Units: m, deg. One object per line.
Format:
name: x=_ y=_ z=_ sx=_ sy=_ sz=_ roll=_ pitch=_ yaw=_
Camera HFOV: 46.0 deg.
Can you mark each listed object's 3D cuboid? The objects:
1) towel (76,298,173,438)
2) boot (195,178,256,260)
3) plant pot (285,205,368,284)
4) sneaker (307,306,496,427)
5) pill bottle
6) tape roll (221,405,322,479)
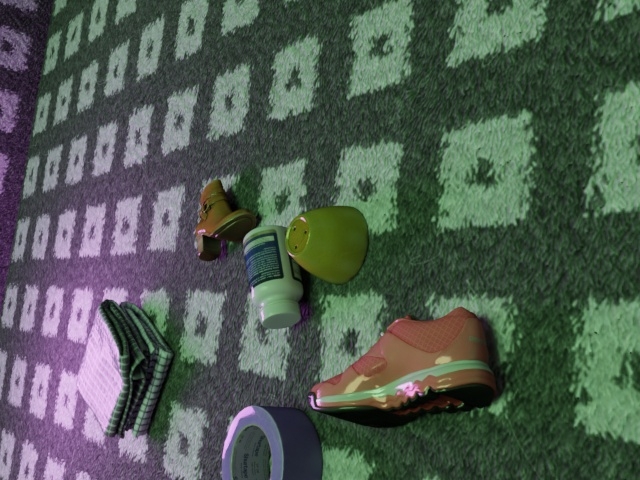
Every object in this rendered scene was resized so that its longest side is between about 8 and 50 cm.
towel: x=-0.476 y=0.300 z=1.777 sx=0.283 sy=0.121 sz=0.235 roll=38 pitch=112 yaw=51
boot: x=-0.203 y=-0.062 z=1.558 sx=0.197 sy=0.073 sz=0.152 roll=-33 pitch=51 yaw=41
plant pot: x=0.000 y=0.000 z=1.242 sx=0.134 sy=0.095 sz=0.134 roll=-19 pitch=65 yaw=49
sneaker: x=0.110 y=0.178 z=1.054 sx=0.314 sy=0.116 sz=0.136 roll=-22 pitch=52 yaw=41
pill bottle: x=-0.082 y=0.066 z=1.333 sx=0.094 sy=0.094 sz=0.169 roll=-40 pitch=50 yaw=40
tape roll: x=-0.084 y=0.374 z=1.261 sx=0.189 sy=0.080 sz=0.189 roll=-21 pitch=63 yaw=49
